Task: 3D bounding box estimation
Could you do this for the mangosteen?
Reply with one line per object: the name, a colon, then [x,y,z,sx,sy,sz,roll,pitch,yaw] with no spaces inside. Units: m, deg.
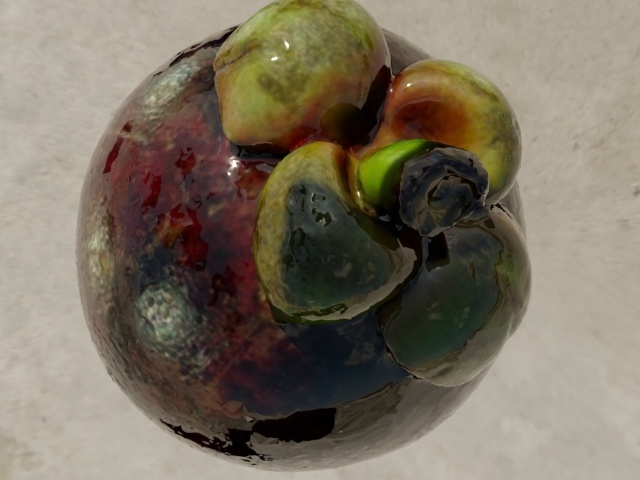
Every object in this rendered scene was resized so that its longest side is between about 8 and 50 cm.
mangosteen: [-0.008,0.004,0.720,0.300,0.300,0.300,0,90,9]
